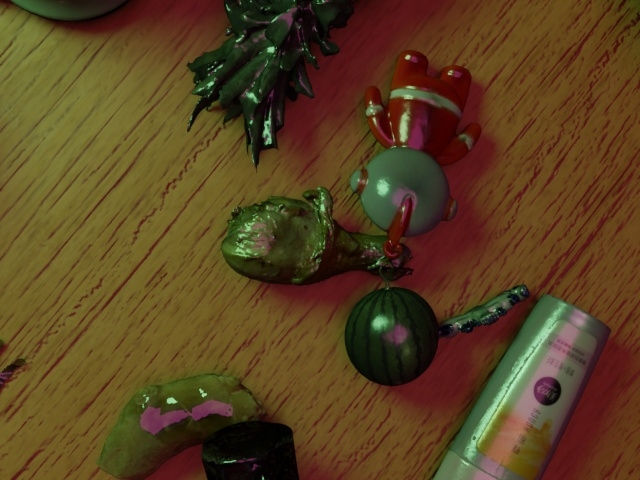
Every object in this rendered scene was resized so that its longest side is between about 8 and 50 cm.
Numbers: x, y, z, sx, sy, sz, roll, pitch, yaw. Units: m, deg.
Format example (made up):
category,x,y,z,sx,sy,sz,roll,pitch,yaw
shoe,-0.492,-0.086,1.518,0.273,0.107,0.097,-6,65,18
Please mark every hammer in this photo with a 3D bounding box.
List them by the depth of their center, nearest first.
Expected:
category,x,y,z,sx,sy,sz,roll,pitch,yaw
hammer,-0.206,0.340,0.981,0.408,0.095,0.243,-11,106,2

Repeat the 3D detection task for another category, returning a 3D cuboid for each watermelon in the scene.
category,x,y,z,sx,sy,sz,roll,pitch,yaw
watermelon,0.077,0.092,1.016,0.105,0.105,0.133,-8,104,-8

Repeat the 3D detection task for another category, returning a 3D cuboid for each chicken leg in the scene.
category,x,y,z,sx,sy,sz,roll,pitch,yaw
chicken leg,0.000,0.000,1.025,0.227,0.088,0.103,2,64,-18

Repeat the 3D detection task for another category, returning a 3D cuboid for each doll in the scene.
category,x,y,z,sx,sy,sz,roll,pitch,yaw
doll,0.105,-0.093,1.034,0.142,0.076,0.245,15,75,-6

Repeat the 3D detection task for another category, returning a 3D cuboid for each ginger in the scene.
category,x,y,z,sx,sy,sz,roll,pitch,yaw
ginger,-0.154,0.197,1.005,0.190,0.069,0.095,-17,87,-7

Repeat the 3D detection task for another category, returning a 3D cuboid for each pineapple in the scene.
category,x,y,z,sx,sy,sz,roll,pitch,yaw
pineapple,-0.030,-0.257,0.994,0.165,0.165,0.365,36,87,-5

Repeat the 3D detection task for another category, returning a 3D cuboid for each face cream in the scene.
category,x,y,z,sx,sy,sz,roll,pitch,yaw
face cream,0.230,0.198,1.055,0.107,0.073,0.269,30,86,2

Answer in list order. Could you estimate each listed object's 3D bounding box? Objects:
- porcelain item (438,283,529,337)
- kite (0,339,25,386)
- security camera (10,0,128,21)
category,x,y,z,sx,sy,sz,roll,pitch,yaw
porcelain item,0.183,0.085,1.048,0.136,0.075,0.021,-24,91,-7
kite,-0.426,0.196,0.987,0.141,0.015,0.245,44,81,-14
security camera,-0.259,-0.338,0.900,0.191,0.277,0.197,8,87,-6
